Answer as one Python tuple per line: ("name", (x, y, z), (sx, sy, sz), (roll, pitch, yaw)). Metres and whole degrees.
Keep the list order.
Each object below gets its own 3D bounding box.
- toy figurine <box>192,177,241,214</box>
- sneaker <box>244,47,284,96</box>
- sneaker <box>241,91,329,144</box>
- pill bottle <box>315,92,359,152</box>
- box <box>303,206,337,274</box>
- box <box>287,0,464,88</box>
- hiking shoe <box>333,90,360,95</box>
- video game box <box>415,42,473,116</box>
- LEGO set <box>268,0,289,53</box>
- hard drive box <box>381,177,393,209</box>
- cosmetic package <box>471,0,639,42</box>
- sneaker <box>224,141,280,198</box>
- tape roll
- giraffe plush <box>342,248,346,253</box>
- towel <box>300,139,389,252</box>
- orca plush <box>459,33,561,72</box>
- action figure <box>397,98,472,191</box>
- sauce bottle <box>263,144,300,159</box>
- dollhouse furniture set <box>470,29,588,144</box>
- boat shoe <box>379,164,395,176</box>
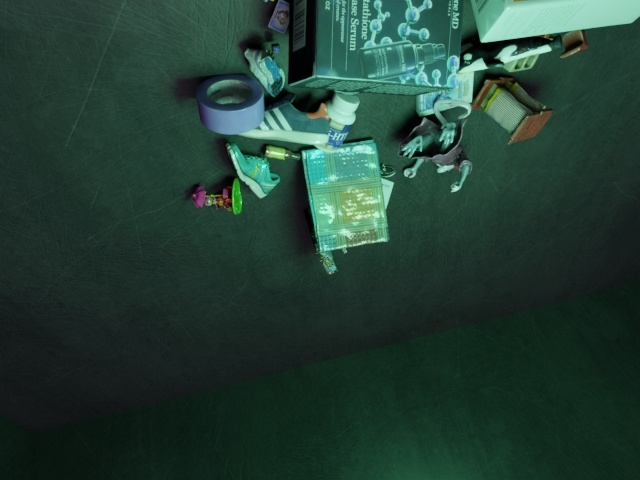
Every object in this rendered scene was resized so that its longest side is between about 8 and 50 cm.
("toy figurine", (-0.374, -0.152, 1.739), (0.160, 0.129, 0.173), (1, 165, 1))
("sneaker", (-0.165, -0.495, 1.414), (0.071, 0.083, 0.190), (-59, 159, -13))
("sneaker", (-0.142, -0.386, 1.507), (0.351, 0.131, 0.147), (7, 99, 1))
("pill bottle", (0.048, -0.387, 1.567), (0.112, 0.111, 0.186), (7, 136, -25))
("box", (0.000, 0.000, 1.919), (0.044, 0.232, 0.159), (-21, 140, 6))
("box", (0.135, -0.533, 1.225), (0.396, 0.212, 0.293), (-3, 102, -21))
("hiking shoe", (0.164, -0.503, 1.433), (0.305, 0.113, 0.132), (-10, -178, -18))
("video game box", (0.402, -0.516, 1.580), (0.187, 0.048, 0.205), (-18, 141, 0))
("LEGO set", (-0.043, -0.614, 1.329), (0.183, 0.060, 0.244), (13, 123, -29))
("hard drive box", (0.143, -0.130, 1.789), (0.181, 0.231, 0.089), (17, 176, -13))
("cosmetic package", (0.637, -0.687, 1.272), (0.454, 0.229, 0.161), (-11, 173, -7))
("sneaker", (-0.234, -0.255, 1.660), (0.110, 0.107, 0.275), (-35, 147, 6))
("tape roll", (-0.256, -0.393, 1.396), (0.189, 0.188, 0.080), (-8, 140, -9))
("giraffe plush", (0.131, -0.069, 1.950), (0.171, 0.210, 0.182), (-16, -171, -39))
("towel", (0.092, -0.159, 1.708), (0.272, 0.369, 0.040), (-9, -178, -8))
("orca plush", (0.539, -0.573, 1.412), (0.288, 0.151, 0.102), (3, 124, 37))
("action figure", (0.423, -0.332, 1.730), (0.370, 0.248, 0.275), (4, 106, -59))
("sauce bottle", (-0.132, -0.298, 1.669), (0.128, 0.042, 0.042), (8, 136, -23))
("dollhouse furniture set", (0.658, -0.515, 1.511), (0.152, 0.201, 0.374), (-19, 148, -32))
("boat shoe", (0.222, -0.266, 1.825), (0.126, 0.046, 0.038), (0, 144, -6))
